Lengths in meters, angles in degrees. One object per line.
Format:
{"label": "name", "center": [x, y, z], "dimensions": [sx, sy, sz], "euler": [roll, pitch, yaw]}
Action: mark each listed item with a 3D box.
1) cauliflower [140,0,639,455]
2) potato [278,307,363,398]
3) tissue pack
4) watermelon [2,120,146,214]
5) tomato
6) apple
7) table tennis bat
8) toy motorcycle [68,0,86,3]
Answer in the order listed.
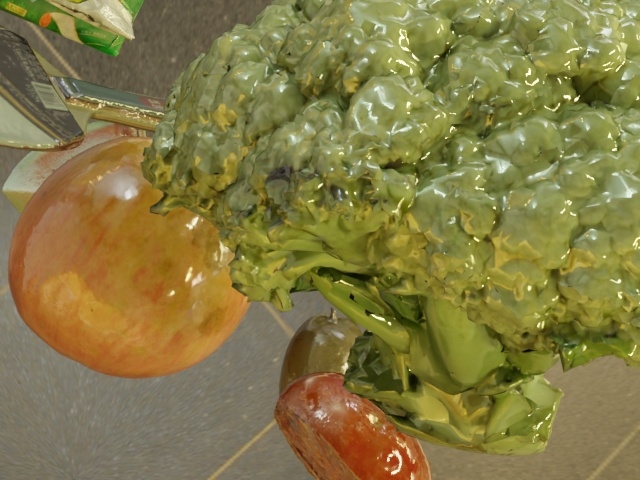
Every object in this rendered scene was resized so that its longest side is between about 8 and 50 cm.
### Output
{"label": "cauliflower", "center": [0.056, -0.003, 0.481], "dimensions": [0.272, 0.275, 0.250], "euler": [-2, 114, 0]}
{"label": "potato", "center": [0.019, 0.227, 1.573], "dimensions": [0.159, 0.174, 0.252], "euler": [-2, 97, 12]}
{"label": "tissue pack", "center": [-0.379, -0.385, 1.585], "dimensions": [0.209, 0.156, 0.148], "euler": [21, 110, -28]}
{"label": "watermelon", "center": [-0.386, -0.101, 1.752], "dimensions": [0.289, 0.213, 0.320], "euler": [4, 82, -27]}
{"label": "tomato", "center": [0.043, 0.237, 1.188], "dimensions": [0.095, 0.237, 0.237], "euler": [-41, 89, -18]}
{"label": "apple", "center": [-0.265, 0.017, 1.531], "dimensions": [0.363, 0.364, 0.364], "euler": [3, 77, -13]}
{"label": "table tennis bat", "center": [-0.222, -0.115, 0.777], "dimensions": [0.301, 0.022, 0.173], "euler": [8, 36, -46]}
{"label": "toy motorcycle", "center": [-0.232, -0.353, 1.144], "dimensions": [0.142, 0.206, 0.342], "euler": [45, 29, -3]}
